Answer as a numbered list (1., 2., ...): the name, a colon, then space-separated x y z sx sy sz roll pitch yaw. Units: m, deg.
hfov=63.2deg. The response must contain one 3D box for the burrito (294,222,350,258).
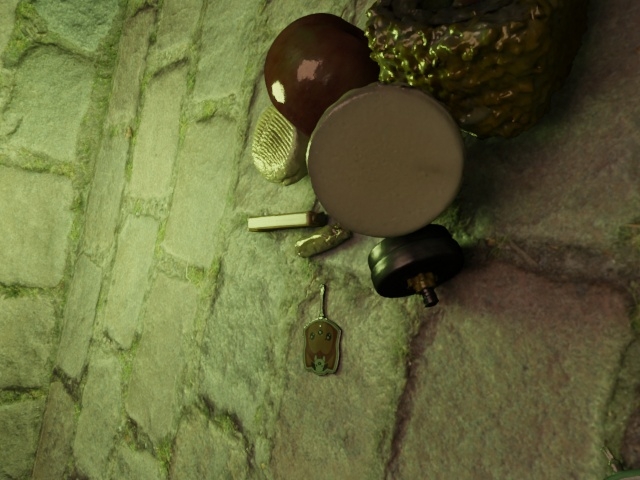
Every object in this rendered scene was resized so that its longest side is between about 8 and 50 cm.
1. burrito: -0.001 -0.001 1.284 0.188 0.045 0.058 -25 57 42

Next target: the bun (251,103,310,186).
1. bun: -0.077 -0.247 1.353 0.220 0.134 0.220 -3 86 47

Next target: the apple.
1. apple: 0.016 -0.371 1.171 0.235 0.305 0.306 -47 52 29

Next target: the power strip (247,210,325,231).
1. power strip: -0.100 -0.048 1.381 0.305 0.064 0.044 -2 87 45

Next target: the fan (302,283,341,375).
1. fan: 0.001 0.215 1.260 0.132 0.009 0.220 -7 77 44

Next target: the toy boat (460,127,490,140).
1. toy boat: 0.258 -0.315 1.057 0.321 0.089 0.121 43 103 41

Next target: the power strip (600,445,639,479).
1. power strip: 0.475 0.399 0.703 0.253 0.054 0.167 46 111 41

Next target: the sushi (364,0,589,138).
1. sushi: 0.263 -0.398 0.894 0.351 0.240 0.396 16 71 34

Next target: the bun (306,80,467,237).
1. bun: 0.113 -0.152 0.894 0.263 0.263 0.175 -50 10 26

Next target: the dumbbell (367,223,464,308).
1. dumbbell: 0.151 -0.045 1.041 0.185 0.185 0.388 -38 56 34
